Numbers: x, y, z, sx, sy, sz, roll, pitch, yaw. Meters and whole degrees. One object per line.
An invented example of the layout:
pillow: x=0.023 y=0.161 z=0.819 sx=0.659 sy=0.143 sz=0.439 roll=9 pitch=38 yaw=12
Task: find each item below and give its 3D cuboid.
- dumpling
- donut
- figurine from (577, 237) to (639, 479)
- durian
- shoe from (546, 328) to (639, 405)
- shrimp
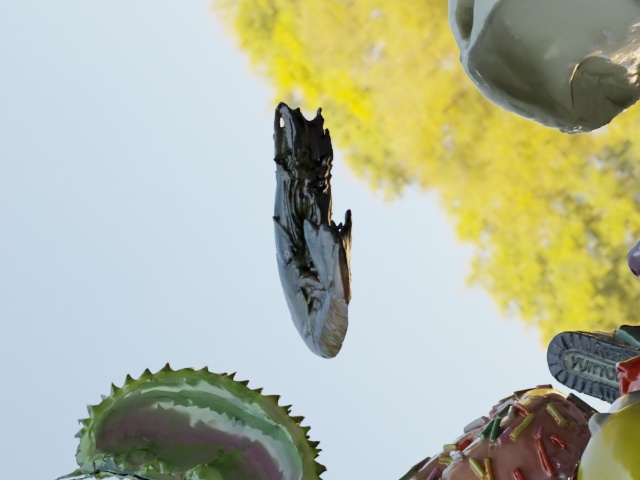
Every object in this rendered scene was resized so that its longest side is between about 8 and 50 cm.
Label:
dumpling: x=0.292 y=-0.290 z=1.569 sx=0.233 sy=0.395 sz=0.315 roll=15 pitch=170 yaw=47
donut: x=0.148 y=0.196 z=1.278 sx=0.199 sy=0.233 sz=0.085 roll=-35 pitch=-96 yaw=-27
figurine: x=0.228 y=0.111 z=0.988 sx=0.127 sy=0.234 sz=0.185 roll=16 pitch=-164 yaw=-32
durian: x=-0.131 y=0.251 z=1.754 sx=0.352 sy=0.158 sz=0.169 roll=18 pitch=-151 yaw=28
shoe: x=0.463 y=0.185 z=2.051 sx=0.293 sy=0.109 sz=0.149 roll=21 pitch=-161 yaw=39
shrimp: x=-0.008 y=0.002 z=1.638 sx=0.075 sy=0.289 sz=0.178 roll=-4 pitch=-158 yaw=-21
